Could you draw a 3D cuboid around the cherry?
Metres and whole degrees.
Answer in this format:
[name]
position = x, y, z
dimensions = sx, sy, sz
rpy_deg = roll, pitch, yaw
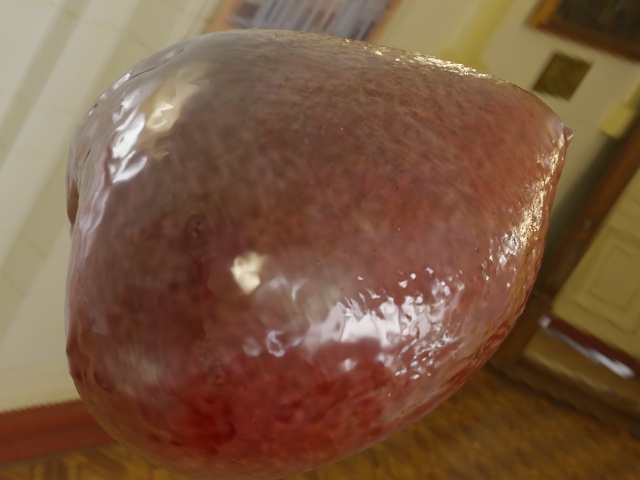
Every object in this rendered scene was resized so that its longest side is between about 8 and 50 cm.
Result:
[cherry]
position = -0.008, 0.007, 0.666
dimensions = 0.239, 0.206, 0.239
rpy_deg = 10, 20, -4
